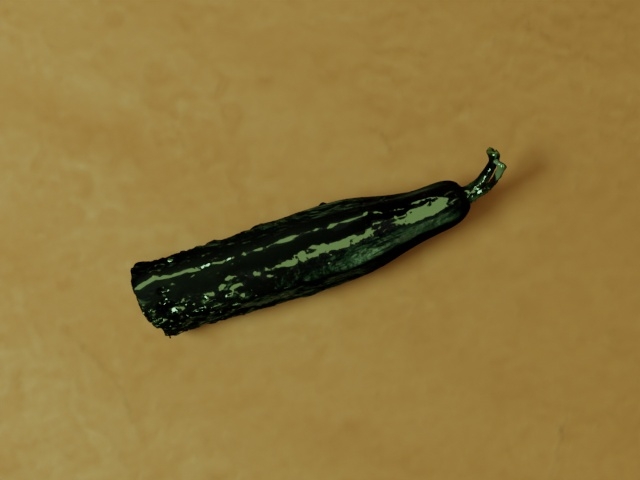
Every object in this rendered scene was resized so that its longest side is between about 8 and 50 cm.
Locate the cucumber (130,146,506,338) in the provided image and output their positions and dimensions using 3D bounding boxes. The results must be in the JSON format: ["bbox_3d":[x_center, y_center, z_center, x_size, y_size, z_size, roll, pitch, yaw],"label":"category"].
[{"bbox_3d":[0.000,0.000,0.586,0.163,0.043,0.039,-17,44,0],"label":"cucumber"}]
